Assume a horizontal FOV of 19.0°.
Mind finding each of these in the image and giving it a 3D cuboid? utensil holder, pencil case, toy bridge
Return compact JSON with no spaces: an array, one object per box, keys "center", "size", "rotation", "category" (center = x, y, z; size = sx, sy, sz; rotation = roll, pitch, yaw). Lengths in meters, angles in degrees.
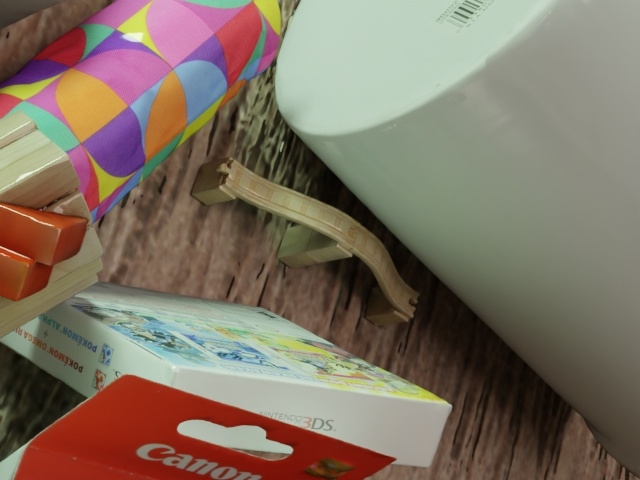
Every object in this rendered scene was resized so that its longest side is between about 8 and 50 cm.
[{"center":[0.205,-0.069,1.279],"size":[0.385,0.328,0.327],"rotation":[42,56,-26],"category":"utensil holder"},{"center":[-0.121,-0.086,1.127],"size":[0.236,0.104,0.104],"rotation":[-46,113,-41],"category":"pencil case"},{"center":[0.000,0.000,1.244],"size":[0.188,0.063,0.026],"rotation":[36,59,-34],"category":"toy bridge"}]

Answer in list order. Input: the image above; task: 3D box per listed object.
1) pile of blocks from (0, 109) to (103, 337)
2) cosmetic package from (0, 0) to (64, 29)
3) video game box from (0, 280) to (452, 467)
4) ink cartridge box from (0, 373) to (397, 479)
[{"center":[-0.258,0.036,0.912],"size":[0.362,0.113,0.149],"rotation":[-7,115,-29],"category":"pile of blocks"},{"center":[-0.198,-0.254,1.081],"size":[0.127,0.107,0.238],"rotation":[18,67,-40],"category":"cosmetic package"},{"center":[-0.060,0.072,1.090],"size":[0.205,0.187,0.048],"rotation":[12,96,-41],"category":"video game box"},{"center":[-0.101,0.162,1.001],"size":[0.189,0.232,0.066],"rotation":[21,52,-38],"category":"ink cartridge box"}]
